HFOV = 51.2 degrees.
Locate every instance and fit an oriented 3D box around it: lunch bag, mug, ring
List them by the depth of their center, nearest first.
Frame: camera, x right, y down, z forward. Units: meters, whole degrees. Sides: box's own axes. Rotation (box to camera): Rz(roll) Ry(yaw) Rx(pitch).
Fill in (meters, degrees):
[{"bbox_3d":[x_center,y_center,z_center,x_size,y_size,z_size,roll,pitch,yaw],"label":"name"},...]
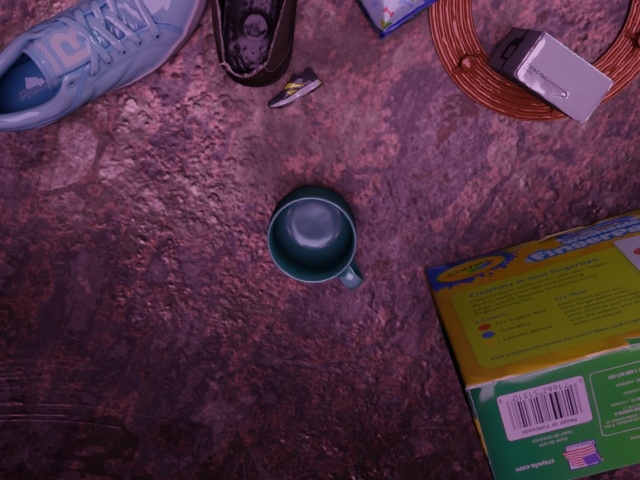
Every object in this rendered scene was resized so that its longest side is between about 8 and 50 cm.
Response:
[{"bbox_3d":[0.108,-0.357,0.864,0.151,0.096,0.128,-32,100,8],"label":"lunch bag"},{"bbox_3d":[0.317,-0.327,0.906,0.337,0.032,0.336,1,110,1],"label":"ring"},{"bbox_3d":[-0.009,-0.003,0.993,0.130,0.097,0.157,-8,110,3],"label":"mug"}]

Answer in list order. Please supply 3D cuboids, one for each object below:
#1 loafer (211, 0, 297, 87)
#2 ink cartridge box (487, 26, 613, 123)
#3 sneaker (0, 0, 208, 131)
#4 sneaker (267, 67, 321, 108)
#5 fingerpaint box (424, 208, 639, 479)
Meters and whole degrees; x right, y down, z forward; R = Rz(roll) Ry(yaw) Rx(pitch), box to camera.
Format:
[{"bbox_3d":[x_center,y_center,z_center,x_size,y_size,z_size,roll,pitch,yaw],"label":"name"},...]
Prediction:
[{"bbox_3d":[-0.074,-0.366,0.835,0.134,0.130,0.365,0,114,0],"label":"loafer"},{"bbox_3d":[0.287,-0.214,0.850,0.109,0.150,0.063,31,107,-10],"label":"ink cartridge box"},{"bbox_3d":[-0.306,-0.248,0.883,0.366,0.150,0.135,-35,106,12],"label":"sneaker"},{"bbox_3d":[-0.040,-0.217,0.956,0.083,0.031,0.035,-27,94,6],"label":"sneaker"},{"bbox_3d":[0.392,0.109,0.881,0.445,0.371,0.163,-17,107,6],"label":"fingerpaint box"}]
